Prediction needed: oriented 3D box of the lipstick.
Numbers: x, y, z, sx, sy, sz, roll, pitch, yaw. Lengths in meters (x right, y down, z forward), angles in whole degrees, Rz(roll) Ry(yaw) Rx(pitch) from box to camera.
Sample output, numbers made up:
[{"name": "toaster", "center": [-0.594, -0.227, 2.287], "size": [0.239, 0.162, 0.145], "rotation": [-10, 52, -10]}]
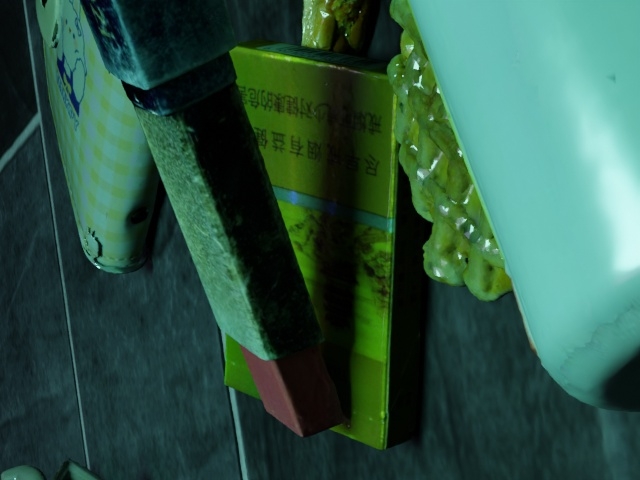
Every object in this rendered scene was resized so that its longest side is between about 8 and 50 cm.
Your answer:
[{"name": "lipstick", "center": [-0.052, -0.034, 0.659], "size": [0.051, 0.051, 0.312], "rotation": [27, 141, 52]}]

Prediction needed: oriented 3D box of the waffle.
[{"name": "waffle", "center": [0.080, -0.066, 0.580], "size": [0.183, 0.036, 0.169], "rotation": [-27, 69, 58]}]

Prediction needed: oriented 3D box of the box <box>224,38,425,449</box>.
[{"name": "box", "center": [0.000, 0.000, 0.739], "size": [0.121, 0.030, 0.193], "rotation": [17, 114, 42]}]

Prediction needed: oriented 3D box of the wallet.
[{"name": "wallet", "center": [-0.154, -0.157, 1.050], "size": [0.223, 0.077, 0.309], "rotation": [62, 148, 33]}]

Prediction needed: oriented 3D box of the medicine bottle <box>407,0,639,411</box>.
[{"name": "medicine bottle", "center": [0.098, -0.075, 0.423], "size": [0.139, 0.139, 0.225], "rotation": [126, 132, -56]}]

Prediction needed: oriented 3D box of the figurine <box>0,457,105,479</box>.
[{"name": "figurine", "center": [-0.209, 0.325, 1.179], "size": [0.308, 0.143, 0.308], "rotation": [-168, 90, -74]}]

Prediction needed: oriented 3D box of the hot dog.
[{"name": "hot dog", "center": [0.010, -0.124, 0.736], "size": [0.034, 0.030, 0.090], "rotation": [40, 130, 55]}]
